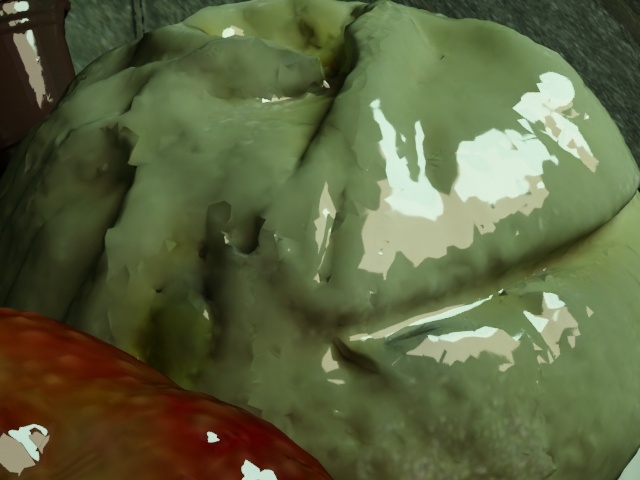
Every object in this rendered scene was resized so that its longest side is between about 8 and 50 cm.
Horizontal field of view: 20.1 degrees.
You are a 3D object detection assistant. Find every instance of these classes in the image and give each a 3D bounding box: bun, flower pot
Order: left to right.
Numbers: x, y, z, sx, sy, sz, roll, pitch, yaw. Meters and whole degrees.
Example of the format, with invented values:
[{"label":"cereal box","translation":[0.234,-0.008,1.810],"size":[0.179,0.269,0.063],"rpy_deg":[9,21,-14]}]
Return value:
[{"label":"flower pot","translation":[-0.179,-0.079,1.028],"size":[0.111,0.111,0.089],"rpy_deg":[-11,75,-60]},{"label":"bun","translation":[0.000,0.000,0.894],"size":[0.365,0.365,0.219],"rpy_deg":[-87,173,-55]}]

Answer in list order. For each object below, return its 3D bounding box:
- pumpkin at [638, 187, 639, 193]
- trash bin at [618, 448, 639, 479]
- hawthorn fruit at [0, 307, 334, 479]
[{"label":"pumpkin","translation":[0.290,0.088,1.306],"size":[0.315,0.238,0.315],"rpy_deg":[41,2,-2]},{"label":"trash bin","translation":[0.170,0.218,1.008],"size":[0.296,0.256,0.368],"rpy_deg":[47,33,-13]},{"label":"hawthorn fruit","translation":[-0.085,0.189,0.637],"size":[0.330,0.287,0.287],"rpy_deg":[65,2,-55]}]
